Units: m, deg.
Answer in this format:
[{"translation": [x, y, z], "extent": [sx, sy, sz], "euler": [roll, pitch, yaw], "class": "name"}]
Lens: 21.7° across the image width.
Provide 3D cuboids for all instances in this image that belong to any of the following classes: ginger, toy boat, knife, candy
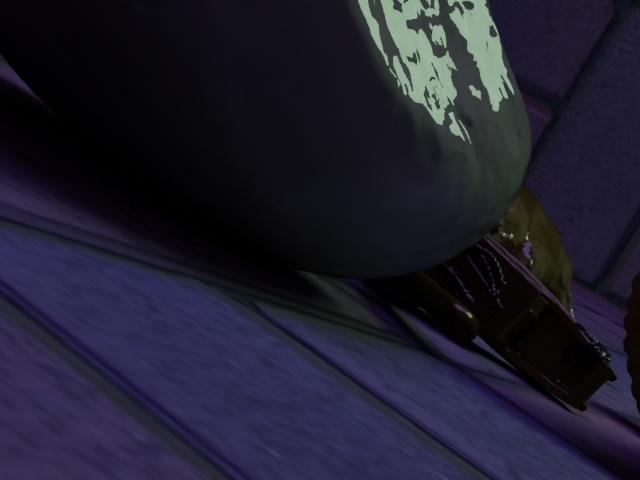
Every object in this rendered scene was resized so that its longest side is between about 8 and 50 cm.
[{"translation": [0.145, -0.020, 1.555], "extent": [0.270, 0.123, 0.219], "euler": [30, 3, -7], "class": "ginger"}, {"translation": [0.119, 0.037, 1.132], "extent": [0.200, 0.057, 0.077], "euler": [45, 2, 22], "class": "toy boat"}, {"translation": [0.055, 0.029, 1.137], "extent": [0.061, 0.027, 0.343], "euler": [46, -1, -16], "class": "knife"}, {"translation": [-0.086, -0.152, 0.923], "extent": [0.427, 0.186, 0.386], "euler": [28, -34, 39], "class": "candy"}]

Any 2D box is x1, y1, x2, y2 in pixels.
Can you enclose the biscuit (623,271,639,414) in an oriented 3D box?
[{"translation": [0.290, 0.081, 0.976], "extent": [0.254, 0.254, 0.035], "euler": [30, -32, -5], "class": "biscuit"}]
